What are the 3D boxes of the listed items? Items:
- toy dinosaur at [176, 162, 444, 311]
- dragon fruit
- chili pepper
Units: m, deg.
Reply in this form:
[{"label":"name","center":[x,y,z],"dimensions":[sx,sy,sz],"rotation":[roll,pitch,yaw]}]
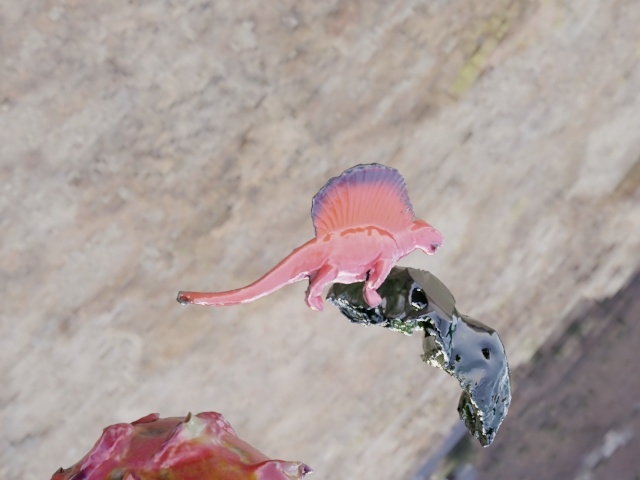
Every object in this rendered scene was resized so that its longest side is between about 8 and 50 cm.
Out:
[{"label":"toy dinosaur","center":[0.005,-0.007,1.422],"dimensions":[0.286,0.070,0.139],"rotation":[-5,125,-31]},{"label":"dragon fruit","center":[-0.191,0.334,1.746],"dimensions":[0.371,0.249,0.386],"rotation":[-11,147,-29]},{"label":"chili pepper","center":[0.134,0.103,1.749],"dimensions":[0.116,0.264,0.148],"rotation":[-43,-162,30]}]
